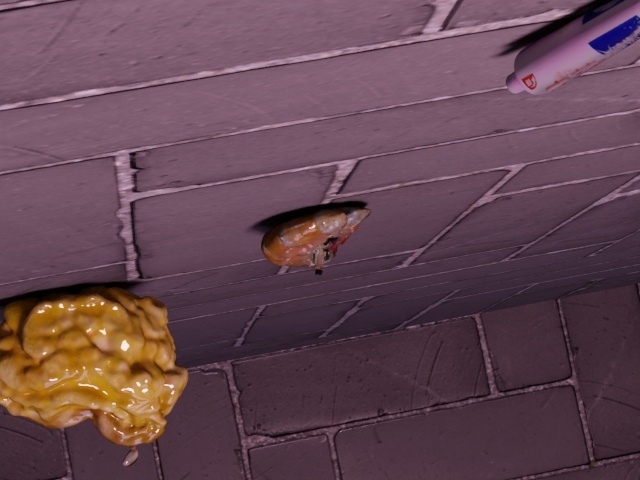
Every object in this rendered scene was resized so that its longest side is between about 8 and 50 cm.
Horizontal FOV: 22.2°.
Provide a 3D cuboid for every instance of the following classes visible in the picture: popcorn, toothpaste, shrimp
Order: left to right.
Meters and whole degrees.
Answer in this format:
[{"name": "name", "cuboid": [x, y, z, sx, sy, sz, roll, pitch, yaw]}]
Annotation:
[{"name": "popcorn", "cuboid": [-0.224, 0.110, 1.605, 0.194, 0.163, 0.140, 20, 149, -3]}, {"name": "shrimp", "cuboid": [0.000, 0.000, 1.446, 0.101, 0.042, 0.190, -19, 172, 1]}, {"name": "toothpaste", "cuboid": [0.153, -0.112, 0.857, 0.045, 0.028, 0.170, -14, 172, -34]}]
